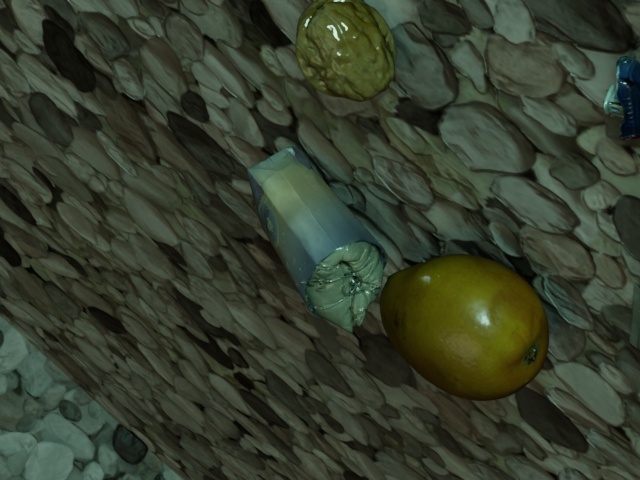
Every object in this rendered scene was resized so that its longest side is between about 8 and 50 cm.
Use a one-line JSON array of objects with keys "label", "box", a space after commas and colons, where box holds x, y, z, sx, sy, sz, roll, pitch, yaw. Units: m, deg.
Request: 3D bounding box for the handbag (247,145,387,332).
[{"label": "handbag", "box": [0.000, 0.000, 1.611, 0.173, 0.095, 0.117, 56, 172, 34]}]

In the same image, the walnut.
[{"label": "walnut", "box": [0.021, -0.160, 1.343, 0.096, 0.082, 0.079, 55, -178, -31]}]

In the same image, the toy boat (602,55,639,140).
[{"label": "toy boat", "box": [0.224, -0.101, 1.175, 0.038, 0.038, 0.083, 27, 153, 31]}]

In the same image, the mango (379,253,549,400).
[{"label": "mango", "box": [0.136, 0.084, 1.541, 0.151, 0.120, 0.221, 50, 163, -8]}]

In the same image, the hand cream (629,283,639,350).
[{"label": "hand cream", "box": [0.339, 0.112, 1.363, 0.186, 0.054, 0.087, 35, 153, 31]}]
